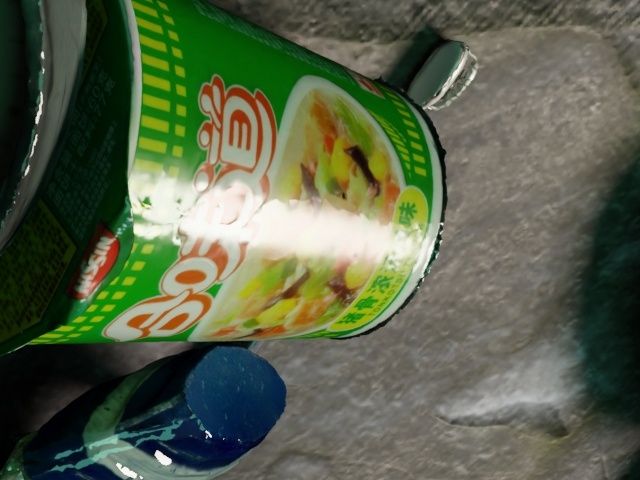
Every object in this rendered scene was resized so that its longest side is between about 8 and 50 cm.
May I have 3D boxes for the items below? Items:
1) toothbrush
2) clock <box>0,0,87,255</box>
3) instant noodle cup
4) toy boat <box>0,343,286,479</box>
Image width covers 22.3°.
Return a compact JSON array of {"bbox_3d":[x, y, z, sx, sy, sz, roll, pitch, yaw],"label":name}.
[{"bbox_3d":[0.000,0.000,0.964,0.288,0.024,0.026,-54,145,9],"label":"toothbrush"},{"bbox_3d":[-0.257,-0.087,0.634,0.325,0.067,0.325,0,111,1],"label":"clock"},{"bbox_3d":[-0.065,-0.028,0.804,0.232,0.207,0.207,12,113,-43],"label":"instant noodle cup"},{"bbox_3d":[-0.154,0.130,0.865,0.291,0.070,0.210,-21,169,-5],"label":"toy boat"}]
